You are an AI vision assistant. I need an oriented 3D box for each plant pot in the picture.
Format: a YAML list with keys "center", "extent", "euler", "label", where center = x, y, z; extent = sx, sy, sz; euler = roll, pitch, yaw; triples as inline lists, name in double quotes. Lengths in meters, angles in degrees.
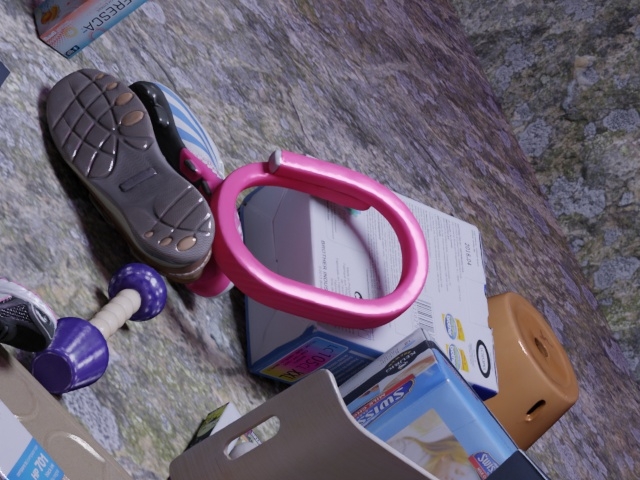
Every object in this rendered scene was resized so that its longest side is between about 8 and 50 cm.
- center: [0.264, 0.214, 2.546]
  extent: [0.291, 0.203, 0.291]
  euler: [46, 23, -25]
  label: "plant pot"

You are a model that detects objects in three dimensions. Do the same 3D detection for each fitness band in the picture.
- center: [0.000, 0.000, 2.032]
  extent: [0.290, 0.054, 0.209]
  euler: [16, 56, -20]
  label: "fitness band"

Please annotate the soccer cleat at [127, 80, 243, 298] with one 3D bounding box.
- center: [-0.160, -0.068, 2.123]
  extent: [0.143, 0.116, 0.331]
  euler: [19, 41, -57]
  label: "soccer cleat"

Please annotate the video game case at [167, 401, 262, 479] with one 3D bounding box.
- center: [-0.073, 0.320, 1.835]
  extent: [0.232, 0.042, 0.210]
  euler: [54, 21, -8]
  label: "video game case"

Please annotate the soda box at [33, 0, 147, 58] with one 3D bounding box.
- center: [-0.284, -0.318, 2.124]
  extent: [0.063, 0.183, 0.058]
  euler: [36, 28, -47]
  label: "soda box"

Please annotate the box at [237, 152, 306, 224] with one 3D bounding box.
- center: [0.002, 0.042, 2.391]
  extent: [0.293, 0.073, 0.295]
  euler: [56, 22, -8]
  label: "box"

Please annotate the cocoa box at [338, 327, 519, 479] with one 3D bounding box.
- center: [0.149, 0.327, 1.995]
  extent: [0.347, 0.231, 0.228]
  euler: [53, 5, -12]
  label: "cocoa box"

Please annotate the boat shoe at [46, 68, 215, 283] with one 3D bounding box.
- center: [-0.237, -0.072, 1.992]
  extent: [0.324, 0.123, 0.116]
  euler: [57, -16, 28]
  label: "boat shoe"

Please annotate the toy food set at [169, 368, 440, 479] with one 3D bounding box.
- center: [0.019, 0.263, 1.749]
  extent: [0.306, 0.219, 0.092]
  euler: [37, 29, -39]
  label: "toy food set"

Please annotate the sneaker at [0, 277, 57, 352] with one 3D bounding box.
- center: [-0.341, 0.074, 1.547]
  extent: [0.178, 0.072, 0.077]
  euler: [22, 43, -17]
  label: "sneaker"

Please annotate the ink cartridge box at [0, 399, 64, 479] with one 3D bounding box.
- center: [-0.327, 0.171, 1.330]
  extent: [0.191, 0.139, 0.082]
  euler: [53, 21, -10]
  label: "ink cartridge box"

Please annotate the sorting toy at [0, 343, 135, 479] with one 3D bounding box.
- center: [-0.250, 0.227, 1.509]
  extent: [0.307, 0.041, 0.229]
  euler: [45, 15, 3]
  label: "sorting toy"

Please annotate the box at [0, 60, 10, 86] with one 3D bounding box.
- center: [-0.421, -0.165, 1.607]
  extent: [0.156, 0.158, 0.093]
  euler: [50, 20, -17]
  label: "box"

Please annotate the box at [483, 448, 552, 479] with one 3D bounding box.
- center: [0.211, 0.428, 1.740]
  extent: [0.294, 0.296, 0.183]
  euler: [46, 2, -43]
  label: "box"

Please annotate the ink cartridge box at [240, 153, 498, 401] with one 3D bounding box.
- center: [0.091, 0.084, 2.220]
  extent: [0.395, 0.151, 0.270]
  euler: [20, 53, -35]
  label: "ink cartridge box"

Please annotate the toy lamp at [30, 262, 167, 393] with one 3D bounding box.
- center: [-0.239, 0.094, 1.751]
  extent: [0.080, 0.080, 0.275]
  euler: [54, 18, -7]
  label: "toy lamp"
